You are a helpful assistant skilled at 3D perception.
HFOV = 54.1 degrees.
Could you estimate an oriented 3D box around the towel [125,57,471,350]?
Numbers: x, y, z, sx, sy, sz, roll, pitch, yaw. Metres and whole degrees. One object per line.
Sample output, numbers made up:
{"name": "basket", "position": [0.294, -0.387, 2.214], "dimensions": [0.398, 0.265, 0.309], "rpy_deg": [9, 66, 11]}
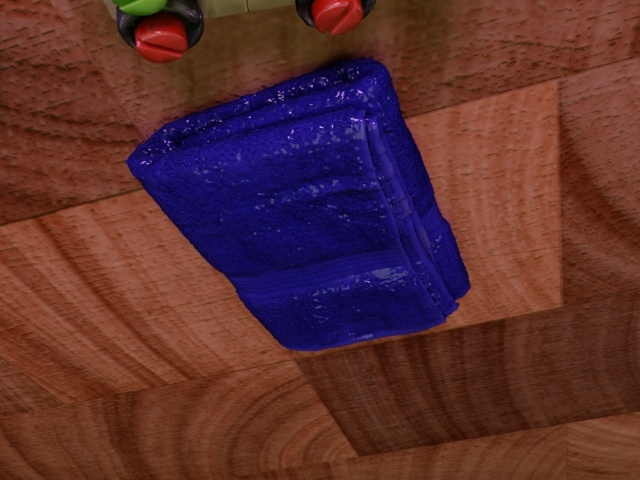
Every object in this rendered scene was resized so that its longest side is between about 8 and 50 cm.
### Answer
{"name": "towel", "position": [0.000, 0.000, 0.572], "dimensions": [0.228, 0.076, 0.308], "rpy_deg": [-17, 137, 14]}

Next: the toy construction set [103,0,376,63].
{"name": "toy construction set", "position": [-0.040, -0.195, 0.291], "dimensions": [0.328, 0.151, 0.215], "rpy_deg": [5, 163, 3]}
